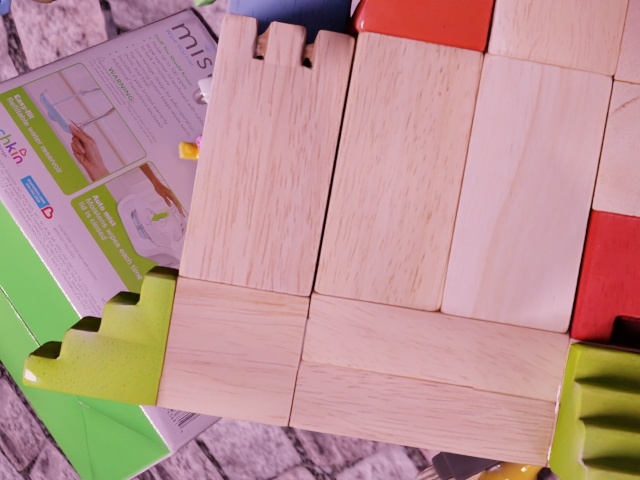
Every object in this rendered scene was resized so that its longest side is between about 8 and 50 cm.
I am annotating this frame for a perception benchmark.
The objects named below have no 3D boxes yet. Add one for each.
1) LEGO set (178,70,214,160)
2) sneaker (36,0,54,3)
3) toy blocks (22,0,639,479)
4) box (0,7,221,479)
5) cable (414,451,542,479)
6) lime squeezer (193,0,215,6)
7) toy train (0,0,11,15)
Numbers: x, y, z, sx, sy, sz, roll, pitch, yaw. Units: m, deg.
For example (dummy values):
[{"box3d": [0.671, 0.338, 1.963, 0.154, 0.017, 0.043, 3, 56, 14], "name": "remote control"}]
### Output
[{"box3d": [0.000, 0.000, 0.757, 0.107, 0.132, 0.287, -40, 74, 54], "name": "LEGO set"}, {"box3d": [-0.130, -0.217, 0.814, 0.192, 0.086, 0.064, -40, 41, 41], "name": "sneaker"}, {"box3d": [0.100, -0.046, 0.472, 0.382, 0.191, 0.260, 9, 91, -4], "name": "toy blocks"}, {"box3d": [-0.122, -0.001, 0.831, 0.262, 0.231, 0.127, 55, 137, 1], "name": "box"}, {"box3d": [0.158, 0.099, 0.792, 0.287, 0.072, 0.139, -33, 74, 35], "name": "cable"}, {"box3d": [-0.158, -0.264, 0.724, 0.310, 0.059, 0.110, 40, 112, 27], "name": "lime squeezer"}, {"box3d": [-0.298, -0.249, 0.930, 0.184, 0.105, 0.080, 43, 135, 14], "name": "toy train"}]
